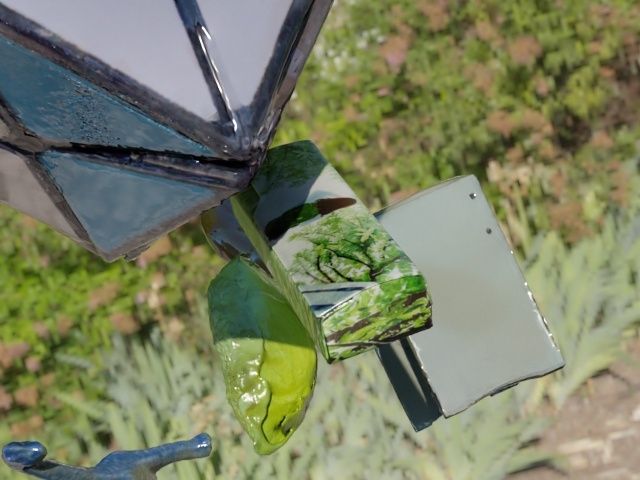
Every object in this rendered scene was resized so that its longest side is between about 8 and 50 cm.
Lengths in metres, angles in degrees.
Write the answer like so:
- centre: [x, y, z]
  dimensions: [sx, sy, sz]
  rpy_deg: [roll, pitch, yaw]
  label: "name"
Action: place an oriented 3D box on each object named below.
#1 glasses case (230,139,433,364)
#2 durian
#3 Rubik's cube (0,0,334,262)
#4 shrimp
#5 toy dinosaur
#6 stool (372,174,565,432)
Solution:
- centre: [0.000, 0.000, 1.181]
  dimensions: [0.095, 0.062, 0.272]
  rpy_deg: [-19, 31, -11]
  label: "glasses case"
- centre: [-0.071, 0.134, 1.595]
  dimensions: [0.101, 0.250, 0.139]
  rpy_deg: [-30, -28, 35]
  label: "durian"
- centre: [-0.184, -0.196, 1.108]
  dimensions: [0.305, 0.307, 0.310]
  rpy_deg: [-22, 41, 58]
  label: "Rubik's cube"
- centre: [-0.040, -0.012, 1.782]
  dimensions: [0.152, 0.063, 0.287]
  rpy_deg: [42, 30, 23]
  label: "shrimp"
- centre: [-0.190, 0.212, 1.100]
  dimensions: [0.188, 0.075, 0.248]
  rpy_deg: [4, -31, -29]
  label: "toy dinosaur"
- centre: [0.154, 0.085, 1.772]
  dimensions: [0.170, 0.270, 0.243]
  rpy_deg: [-23, -9, -10]
  label: "stool"
